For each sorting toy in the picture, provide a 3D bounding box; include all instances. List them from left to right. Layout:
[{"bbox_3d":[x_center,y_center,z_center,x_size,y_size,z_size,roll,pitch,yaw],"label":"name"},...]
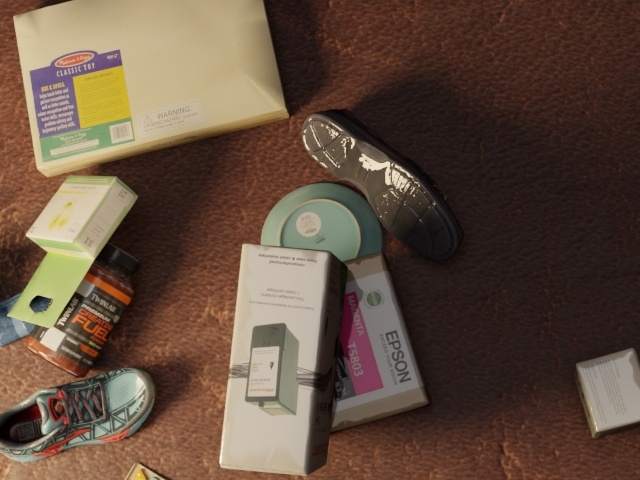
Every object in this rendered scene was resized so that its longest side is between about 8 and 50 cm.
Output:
[{"bbox_3d":[-0.270,0.379,1.851,0.062,0.012,0.083,28,81,13],"label":"sorting toy"}]

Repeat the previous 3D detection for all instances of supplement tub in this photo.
[{"bbox_3d":[-0.351,0.100,1.881,0.106,0.106,0.198,27,82,13],"label":"supplement tub"}]

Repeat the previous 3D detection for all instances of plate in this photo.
[{"bbox_3d":[0.000,0.000,1.903,0.188,0.024,0.188,-2,77,7],"label":"plate"}]

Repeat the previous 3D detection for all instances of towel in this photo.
[{"bbox_3d":[-0.461,0.116,1.931,0.119,0.029,0.067,-24,75,1],"label":"towel"}]

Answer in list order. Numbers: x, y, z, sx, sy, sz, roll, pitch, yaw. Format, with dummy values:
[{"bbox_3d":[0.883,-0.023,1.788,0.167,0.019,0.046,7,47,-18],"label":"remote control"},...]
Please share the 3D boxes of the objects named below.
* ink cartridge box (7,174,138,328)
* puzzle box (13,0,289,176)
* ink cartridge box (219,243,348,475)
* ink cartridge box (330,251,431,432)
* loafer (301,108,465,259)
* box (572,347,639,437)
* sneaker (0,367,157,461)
[{"bbox_3d":[-0.388,0.010,1.867,0.171,0.056,0.235,6,58,54],"label":"ink cartridge box"},{"bbox_3d":[-0.272,-0.278,1.991,0.408,0.052,0.272,-13,75,4],"label":"puzzle box"},{"bbox_3d":[-0.045,0.161,1.676,0.121,0.211,0.289,5,84,8],"label":"ink cartridge box"},{"bbox_3d":[0.035,0.154,1.817,0.193,0.088,0.235,-18,80,5],"label":"ink cartridge box"},{"bbox_3d":[0.108,-0.098,1.877,0.302,0.109,0.095,42,41,14],"label":"loafer"},{"bbox_3d":[0.412,0.216,1.758,0.087,0.102,0.101,-17,74,5],"label":"box"},{"bbox_3d":[-0.366,0.259,1.834,0.261,0.125,0.104,-23,75,1],"label":"sneaker"}]
